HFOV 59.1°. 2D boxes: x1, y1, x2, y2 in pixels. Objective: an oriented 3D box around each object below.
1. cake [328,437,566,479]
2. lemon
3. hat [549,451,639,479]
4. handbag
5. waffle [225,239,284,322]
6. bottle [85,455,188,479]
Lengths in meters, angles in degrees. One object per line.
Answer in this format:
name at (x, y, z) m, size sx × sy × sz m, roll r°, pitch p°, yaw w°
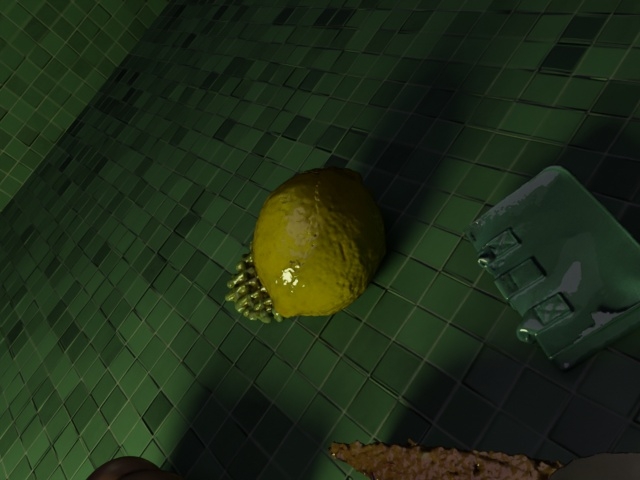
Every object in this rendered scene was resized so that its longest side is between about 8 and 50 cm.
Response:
cake at (0.139, 0.278, 0.614) m, size 0.295 × 0.116 × 0.113 m, roll 0°, pitch 59°, yaw 39°
lemon at (0.000, 0.000, 0.873) m, size 0.204 × 0.204 × 0.260 m, roll 5°, pitch 65°, yaw 41°
hat at (0.264, 0.310, 0.442) m, size 0.231 × 0.161 × 0.275 m, roll -5°, pitch 63°, yaw 8°
handbag at (0.296, 0.030, 0.713) m, size 0.179 × 0.062 × 0.229 m, roll -38°, pitch 43°, yaw 15°
waffle at (-0.094, 0.065, 1.024) m, size 0.183 × 0.036 × 0.169 m, roll 11°, pitch 69°, yaw 44°
bottle at (-0.236, 0.408, 0.763) m, size 0.296 × 0.206 × 0.173 m, roll 15°, pitch 93°, yaw 45°
